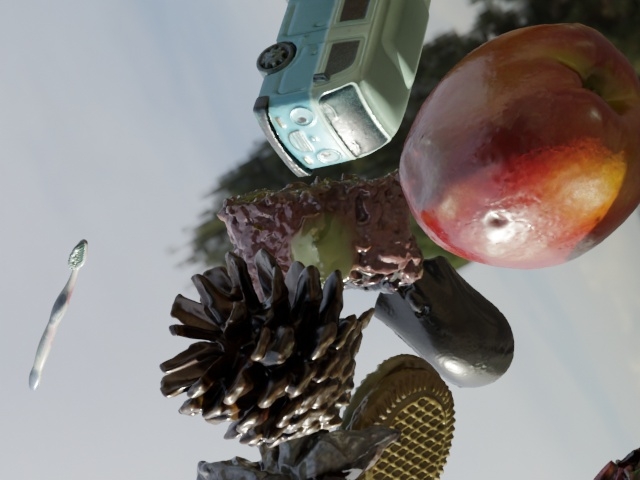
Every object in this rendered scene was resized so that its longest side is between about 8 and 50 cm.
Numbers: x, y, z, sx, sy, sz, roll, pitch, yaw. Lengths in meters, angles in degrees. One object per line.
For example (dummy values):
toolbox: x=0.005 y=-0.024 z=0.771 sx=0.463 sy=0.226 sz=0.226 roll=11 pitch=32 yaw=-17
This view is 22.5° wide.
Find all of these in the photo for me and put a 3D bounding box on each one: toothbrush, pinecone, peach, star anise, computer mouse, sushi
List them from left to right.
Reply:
toothbrush: x=-0.371 y=0.109 z=2.259 sx=0.021 sy=0.269 sz=0.027 roll=35 pitch=-149 yaw=21
pinecone: x=-0.057 y=0.107 z=1.611 sx=0.229 sy=0.201 sz=0.202 roll=110 pitch=175 yaw=-71
star anise: x=-0.013 y=0.328 z=2.074 sx=0.139 sy=0.359 sz=0.316 roll=36 pitch=-119 yaw=-63
sushi: x=0.000 y=0.000 z=2.174 sx=0.236 sy=0.270 sz=0.171 roll=-141 pitch=44 yaw=-85
computer mouse: x=0.196 y=0.133 z=2.480 sx=0.264 sy=0.147 sz=0.088 roll=44 pitch=-164 yaw=-11
peach: x=0.174 y=-0.070 z=1.390 sx=0.199 sy=0.243 sz=0.243 roll=50 pitch=-169 yaw=0

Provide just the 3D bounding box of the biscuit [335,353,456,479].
biscuit: x=0.102 y=0.285 z=2.256 sx=0.079 sy=0.259 sz=0.259 roll=19 pitch=159 yaw=37

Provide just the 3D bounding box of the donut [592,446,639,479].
donut: x=0.342 y=0.297 z=1.419 sx=0.103 sy=0.269 sz=0.270 roll=97 pitch=148 yaw=-79

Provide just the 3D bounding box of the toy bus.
toy bus: x=0.033 y=-0.219 z=1.885 sx=0.133 sy=0.164 sz=0.271 roll=54 pitch=-141 yaw=-41
